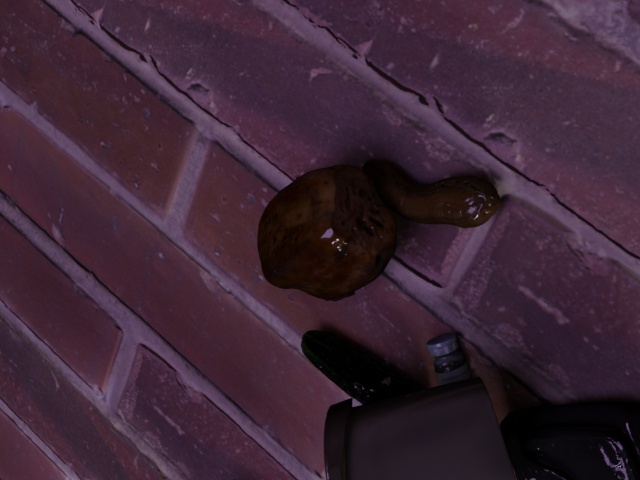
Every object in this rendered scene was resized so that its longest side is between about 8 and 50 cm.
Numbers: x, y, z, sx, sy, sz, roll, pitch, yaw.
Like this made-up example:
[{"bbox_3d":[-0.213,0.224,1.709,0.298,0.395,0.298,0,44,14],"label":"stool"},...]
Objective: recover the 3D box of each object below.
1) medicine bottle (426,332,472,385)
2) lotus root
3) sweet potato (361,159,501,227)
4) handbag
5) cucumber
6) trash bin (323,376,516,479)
[{"bbox_3d":[0.211,0.235,1.709,0.051,0.051,0.191,-14,100,42],"label":"medicine bottle"},{"bbox_3d":[0.008,-0.001,1.693,0.193,0.193,0.291,61,150,1],"label":"lotus root"},{"bbox_3d":[0.156,-0.062,1.620,0.233,0.062,0.081,14,103,39],"label":"sweet potato"},{"bbox_3d":[0.385,0.364,1.605,0.244,0.088,0.275,-12,102,46],"label":"handbag"},{"bbox_3d":[0.065,0.217,1.809,0.241,0.074,0.074,31,126,27],"label":"cucumber"},{"bbox_3d":[0.136,0.313,1.602,0.250,0.220,0.219,-17,90,4],"label":"trash bin"}]
